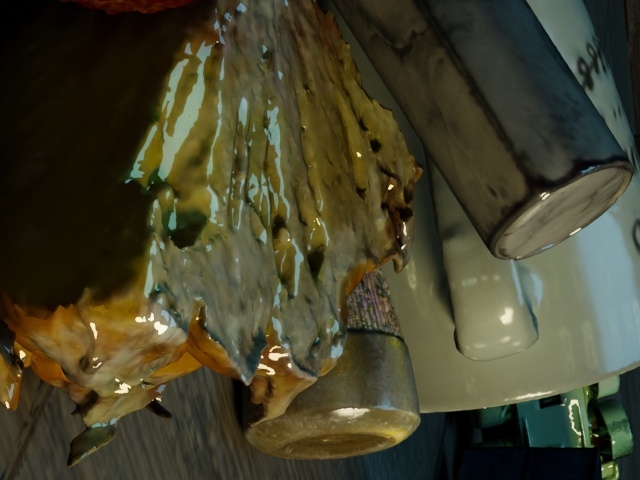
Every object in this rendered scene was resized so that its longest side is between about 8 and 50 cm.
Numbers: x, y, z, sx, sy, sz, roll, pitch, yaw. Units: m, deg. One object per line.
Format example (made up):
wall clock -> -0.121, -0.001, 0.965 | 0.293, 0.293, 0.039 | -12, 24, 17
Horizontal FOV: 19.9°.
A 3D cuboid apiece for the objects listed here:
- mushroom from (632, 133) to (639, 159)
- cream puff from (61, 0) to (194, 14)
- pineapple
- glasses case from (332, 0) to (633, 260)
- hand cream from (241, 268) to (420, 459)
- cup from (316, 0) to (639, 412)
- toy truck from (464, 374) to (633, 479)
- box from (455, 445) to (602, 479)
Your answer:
mushroom -> 0.307, 0.018, 1.850 | 0.184, 0.255, 0.255 | 27, 49, -22
cream puff -> -0.071, -0.140, 0.550 | 0.149, 0.084, 0.149 | 5, 81, -36
pineapple -> -0.044, -0.026, 0.634 | 0.236, 0.114, 0.186 | -30, 114, -73
glasses case -> 0.012, -0.134, 0.679 | 0.299, 0.060, 0.114 | 59, 2, 12
hand cream -> 0.000, 0.000, 0.877 | 0.084, 0.084, 0.203 | 48, 36, -68
cup -> 0.078, -0.036, 0.949 | 0.258, 0.186, 0.234 | -73, 151, -78
toy truck -> 0.150, 0.066, 1.412 | 0.135, 0.128, 0.260 | -123, -159, -65
box -> 0.147, 0.334, 1.299 | 0.261, 0.116, 0.279 | -70, 153, -56
